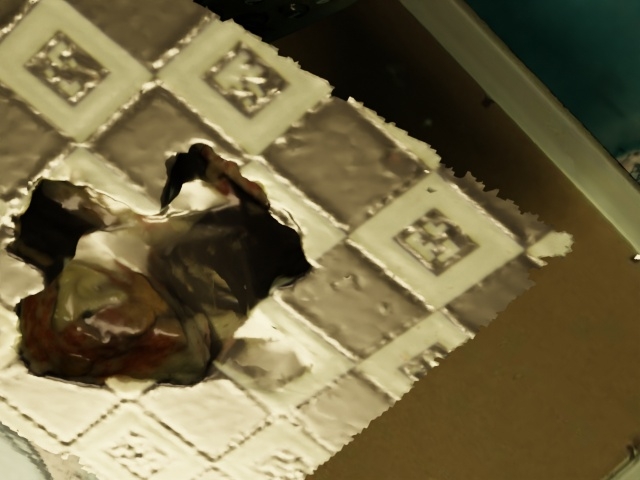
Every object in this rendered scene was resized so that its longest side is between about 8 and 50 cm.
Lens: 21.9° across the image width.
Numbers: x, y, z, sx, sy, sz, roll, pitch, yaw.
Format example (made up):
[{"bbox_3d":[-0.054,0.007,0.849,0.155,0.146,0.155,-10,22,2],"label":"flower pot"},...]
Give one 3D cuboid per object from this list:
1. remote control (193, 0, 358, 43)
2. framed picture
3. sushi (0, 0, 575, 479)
[{"bbox_3d":[-0.033,-0.089,0.519,0.072,0.042,0.222,16,156,-42],"label":"remote control"},{"bbox_3d":[0.000,0.000,0.595,0.296,0.019,0.232,48,129,10],"label":"framed picture"},{"bbox_3d":[-0.050,0.001,0.564,0.192,0.040,0.210,32,129,-12],"label":"sushi"}]
